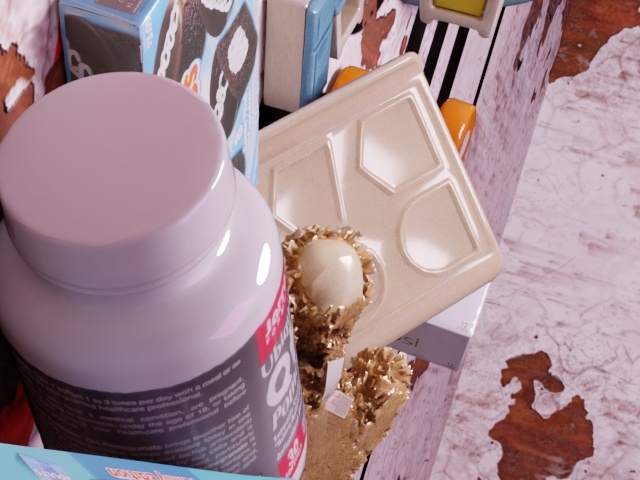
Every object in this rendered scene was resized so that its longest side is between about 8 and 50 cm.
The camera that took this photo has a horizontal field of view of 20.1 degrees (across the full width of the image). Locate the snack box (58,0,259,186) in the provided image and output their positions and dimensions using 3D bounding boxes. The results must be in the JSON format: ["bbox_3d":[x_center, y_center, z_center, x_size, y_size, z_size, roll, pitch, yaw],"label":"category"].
[{"bbox_3d":[-0.101,-0.093,1.236,0.322,0.060,0.187,92,20,-50],"label":"snack box"}]

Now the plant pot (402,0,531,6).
[{"bbox_3d":[0.220,-0.377,1.970,0.290,0.195,0.290,17,90,-77],"label":"plant pot"}]

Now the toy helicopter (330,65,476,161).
[{"bbox_3d":[0.050,0.001,1.871,0.355,0.140,0.235,91,20,-62],"label":"toy helicopter"}]

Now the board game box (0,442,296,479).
[{"bbox_3d":[-0.146,0.249,1.021,0.336,0.079,0.254,18,104,-55],"label":"board game box"}]

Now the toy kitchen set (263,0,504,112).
[{"bbox_3d":[0.064,-0.204,1.571,0.122,0.166,0.207,94,17,-46],"label":"toy kitchen set"}]

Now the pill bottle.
[{"bbox_3d":[-0.106,0.050,1.114,0.318,0.176,0.176,83,26,-52],"label":"pill bottle"}]

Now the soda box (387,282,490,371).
[{"bbox_3d":[0.042,0.043,1.665,0.074,0.216,0.069,103,7,-59],"label":"soda box"}]

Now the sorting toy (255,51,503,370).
[{"bbox_3d":[0.000,0.000,1.551,0.307,0.041,0.229,-30,107,-24],"label":"sorting toy"}]

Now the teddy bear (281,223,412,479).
[{"bbox_3d":[-0.034,0.136,1.456,0.245,0.113,0.338,-46,141,-23],"label":"teddy bear"}]
